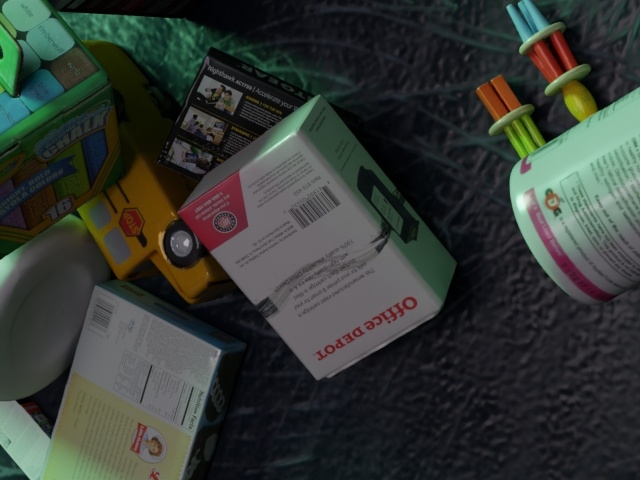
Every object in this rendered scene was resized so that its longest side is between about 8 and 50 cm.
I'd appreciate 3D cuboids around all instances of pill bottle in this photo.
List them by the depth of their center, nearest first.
[{"bbox_3d":[0.330,-0.070,1.576,0.283,0.160,0.160,-32,79,29],"label":"pill bottle"},{"bbox_3d":[-0.464,0.001,1.994,0.407,0.229,0.229,28,108,24],"label":"pill bottle"}]

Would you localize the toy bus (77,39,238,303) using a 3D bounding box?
[{"bbox_3d":[-0.209,-0.072,1.911,0.130,0.108,0.333,-38,76,27],"label":"toy bus"}]

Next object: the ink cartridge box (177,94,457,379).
[{"bbox_3d":[0.000,0.000,1.757,0.172,0.100,0.237,-33,104,28],"label":"ink cartridge box"}]

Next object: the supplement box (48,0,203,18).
[{"bbox_3d":[-0.183,-0.299,1.798,0.130,0.239,0.073,-33,77,28],"label":"supplement box"}]

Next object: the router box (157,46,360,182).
[{"bbox_3d":[-0.066,-0.107,1.819,0.179,0.046,0.133,25,109,-6],"label":"router box"}]

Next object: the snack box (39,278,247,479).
[{"bbox_3d":[-0.216,0.229,1.974,0.187,0.060,0.322,26,107,25],"label":"snack box"}]

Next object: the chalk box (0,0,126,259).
[{"bbox_3d":[-0.324,-0.140,1.719,0.179,0.289,0.180,-36,72,-15],"label":"chalk box"}]

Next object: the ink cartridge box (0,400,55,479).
[{"bbox_3d":[-0.358,0.232,2.073,0.115,0.029,0.063,46,115,19],"label":"ink cartridge box"}]

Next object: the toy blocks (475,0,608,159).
[{"bbox_3d":[0.207,-0.156,1.698,0.123,0.054,0.148,-36,78,27],"label":"toy blocks"}]
